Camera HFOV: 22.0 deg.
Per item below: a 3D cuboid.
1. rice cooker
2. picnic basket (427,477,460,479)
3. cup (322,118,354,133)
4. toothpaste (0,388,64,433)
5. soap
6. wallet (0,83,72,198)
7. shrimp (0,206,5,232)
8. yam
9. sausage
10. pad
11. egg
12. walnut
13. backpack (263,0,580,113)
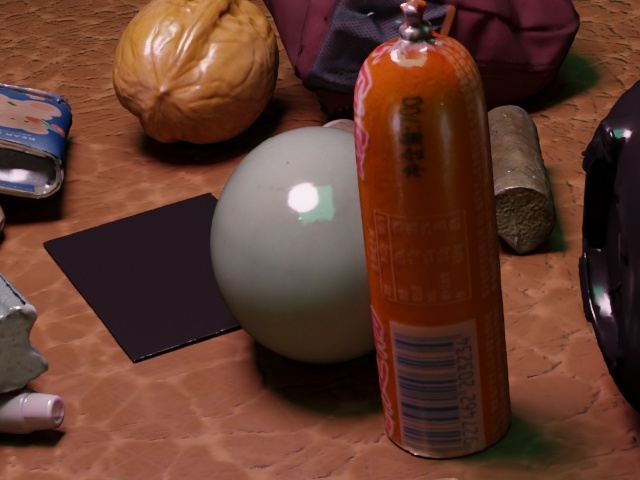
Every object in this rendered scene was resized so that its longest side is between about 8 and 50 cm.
[{"bbox_3d":[0.295,-0.001,1.105,0.224,0.267,0.267,-2,27,0],"label":"rice cooker"},{"bbox_3d":[0.019,0.206,0.909,0.164,0.115,0.079,-10,29,-5],"label":"picnic basket"},{"bbox_3d":[0.048,-0.068,1.475,0.102,0.074,0.099,-18,29,-21],"label":"cup"},{"bbox_3d":[-0.293,0.126,1.230,0.218,0.033,0.052,-1,22,20],"label":"toothpaste"},{"bbox_3d":[-0.287,0.067,1.259,0.114,0.063,0.198,-14,16,-18],"label":"soap"},{"bbox_3d":[-0.313,-0.100,1.584,0.141,0.059,0.202,12,19,-10],"label":"wallet"},{"bbox_3d":[-0.442,-0.007,1.466,0.317,0.077,0.168,-7,27,-13],"label":"shrimp"},{"bbox_3d":[0.166,-0.053,1.432,0.068,0.068,0.169,-4,29,5],"label":"yam"},{"bbox_3d":[0.073,-0.010,1.100,0.093,0.312,0.093,-6,26,3],"label":"sausage"},{"bbox_3d":[-0.123,0.024,1.411,0.170,0.006,0.245,-19,29,-20],"label":"pad"},{"bbox_3d":[0.000,0.000,1.252,0.168,0.168,0.231,-7,25,0],"label":"egg"},{"bbox_3d":[-0.122,-0.173,1.636,0.159,0.159,0.206,3,23,17],"label":"walnut"},{"bbox_3d":[0.099,-0.238,1.659,0.317,0.197,0.283,5,40,-25],"label":"backpack"}]
